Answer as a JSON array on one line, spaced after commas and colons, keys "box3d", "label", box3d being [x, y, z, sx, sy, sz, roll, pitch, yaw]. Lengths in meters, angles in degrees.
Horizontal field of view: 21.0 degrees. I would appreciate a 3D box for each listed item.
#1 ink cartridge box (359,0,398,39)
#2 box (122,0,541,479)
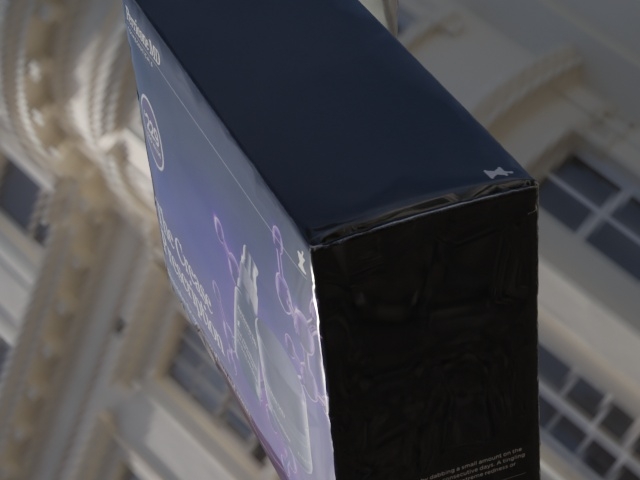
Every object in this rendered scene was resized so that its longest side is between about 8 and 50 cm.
[{"box3d": [-0.038, -0.171, 0.962, 0.179, 0.145, 0.045, 69, -157, -59], "label": "ink cartridge box"}, {"box3d": [0.000, 0.000, 0.793, 0.103, 0.261, 0.184, -14, -56, -16], "label": "box"}]
